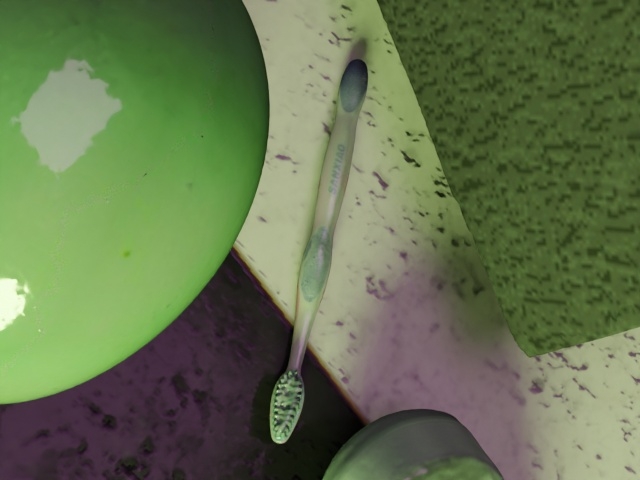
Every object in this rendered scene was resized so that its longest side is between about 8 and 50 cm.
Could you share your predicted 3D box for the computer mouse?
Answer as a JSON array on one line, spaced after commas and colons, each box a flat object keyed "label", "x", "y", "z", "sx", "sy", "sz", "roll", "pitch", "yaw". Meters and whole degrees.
[{"label": "computer mouse", "x": 0.066, "y": 0.216, "z": 0.722, "sx": 0.128, "sy": 0.079, "sz": 0.230, "roll": -14, "pitch": 102, "yaw": -23}]

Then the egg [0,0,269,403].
[{"label": "egg", "x": -0.143, "y": -0.047, "z": 0.592, "sx": 0.220, "sy": 0.220, "sz": 0.269, "roll": 32, "pitch": 70, "yaw": -16}]

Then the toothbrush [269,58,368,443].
[{"label": "toothbrush", "x": 0.000, "y": 0.000, "z": 0.758, "sx": 0.021, "sy": 0.027, "sz": 0.269, "roll": 14, "pitch": 73, "yaw": -8}]

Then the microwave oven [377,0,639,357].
[{"label": "microwave oven", "x": 0.211, "y": -0.189, "z": 0.702, "sx": 0.236, "sy": 0.374, "sz": 0.432, "roll": -18, "pitch": 84, "yaw": -36}]
